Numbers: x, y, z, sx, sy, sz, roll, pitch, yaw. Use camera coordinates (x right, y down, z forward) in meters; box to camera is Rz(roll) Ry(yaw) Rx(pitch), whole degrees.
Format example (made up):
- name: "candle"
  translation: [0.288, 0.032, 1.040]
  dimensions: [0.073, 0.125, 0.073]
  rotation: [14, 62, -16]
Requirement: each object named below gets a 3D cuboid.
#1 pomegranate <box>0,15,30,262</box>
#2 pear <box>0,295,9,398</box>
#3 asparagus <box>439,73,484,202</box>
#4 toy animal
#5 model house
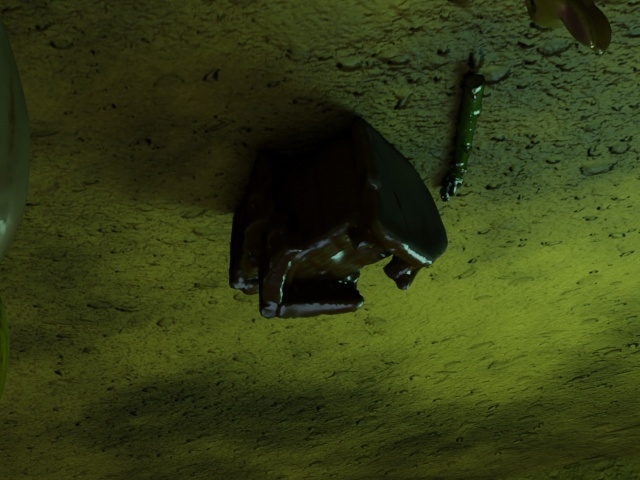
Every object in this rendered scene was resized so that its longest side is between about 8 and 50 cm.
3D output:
- name: "pomegranate"
  translation: [-0.384, -0.093, 0.756]
  dimensions: [0.412, 0.411, 0.411]
  rotation: [-9, 154, -4]
- name: "pear"
  translation: [-0.454, 0.120, 1.252]
  dimensions: [0.281, 0.280, 0.280]
  rotation: [-9, 154, -4]
- name: "asparagus"
  translation: [0.154, -0.106, 1.303]
  dimensions: [0.025, 0.024, 0.248]
  rotation: [31, 157, 13]
- name: "toy animal"
  translation: [0.181, -0.210, 0.944]
  dimensions: [0.083, 0.159, 0.070]
  rotation: [-3, 155, -27]
- name: "model house"
  translation: [0.001, -0.001, 1.277]
  dimensions: [0.229, 0.199, 0.219]
  rotation: [-26, 138, 21]
